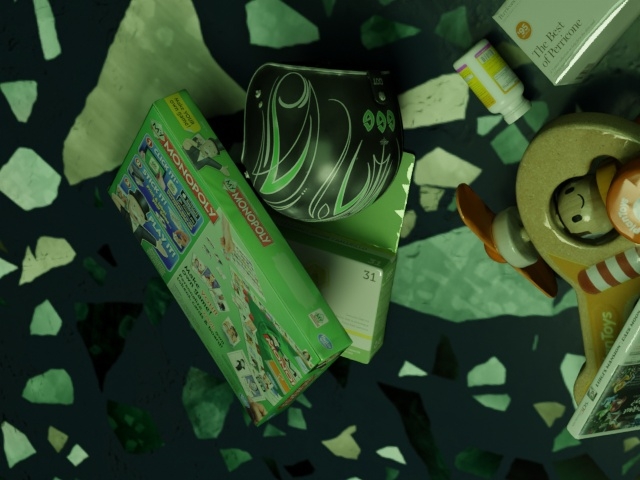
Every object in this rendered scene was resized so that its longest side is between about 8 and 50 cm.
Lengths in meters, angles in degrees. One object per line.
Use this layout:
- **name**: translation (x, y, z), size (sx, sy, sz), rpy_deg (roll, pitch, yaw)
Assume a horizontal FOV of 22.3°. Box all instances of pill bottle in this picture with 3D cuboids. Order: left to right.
- **pill bottle**: translation (0.173, -0.157, 1.617), size (0.043, 0.043, 0.083), rpy_deg (-37, 94, 31)

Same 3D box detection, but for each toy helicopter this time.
- **toy helicopter**: translation (0.267, 0.038, 1.613), size (0.235, 0.140, 0.355), rpy_deg (1, 121, 19)

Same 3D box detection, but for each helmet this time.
- **helmet**: translation (0.002, -0.098, 1.643), size (0.169, 0.169, 0.162), rpy_deg (8, 100, 20)

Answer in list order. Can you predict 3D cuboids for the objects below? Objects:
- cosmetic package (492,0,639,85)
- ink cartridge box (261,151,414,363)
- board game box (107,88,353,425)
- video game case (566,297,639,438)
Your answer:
- **cosmetic package**: translation (0.271, -0.262, 1.506), size (0.099, 0.060, 0.239), rpy_deg (51, 123, 20)
- **ink cartridge box**: translation (0.000, 0.000, 1.755), size (0.171, 0.056, 0.235), rpy_deg (17, 119, 17)
- **board game box**: translation (-0.104, 0.023, 1.717), size (0.317, 0.046, 0.213), rpy_deg (57, 149, 10)
- **video game case**: translation (0.346, 0.116, 1.588), size (0.022, 0.190, 0.173), rpy_deg (49, 128, 38)
